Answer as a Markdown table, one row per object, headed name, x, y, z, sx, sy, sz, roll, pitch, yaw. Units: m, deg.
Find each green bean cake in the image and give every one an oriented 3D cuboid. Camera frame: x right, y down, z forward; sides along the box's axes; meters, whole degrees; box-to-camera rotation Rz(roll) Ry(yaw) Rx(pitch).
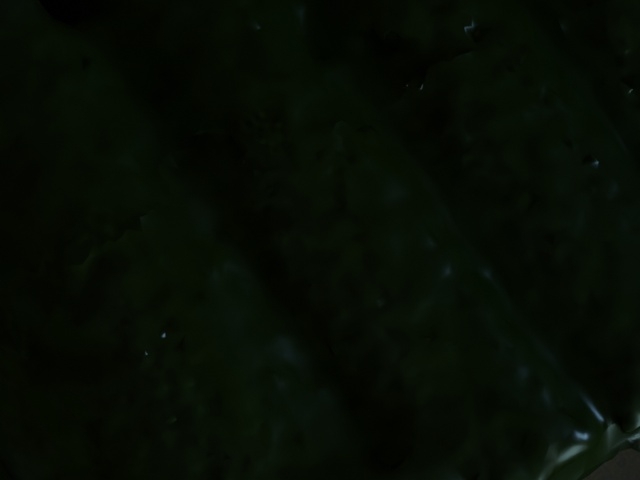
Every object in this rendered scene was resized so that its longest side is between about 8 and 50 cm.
| name | x | y | z | sx | sy | sz | roll | pitch | yaw |
| --- | --- | --- | --- | --- | --- | --- | --- | --- | --- |
| green bean cake | 0.000 | 0.000 | 0.630 | 0.335 | 0.218 | 0.319 | -31 | 176 | -22 |
